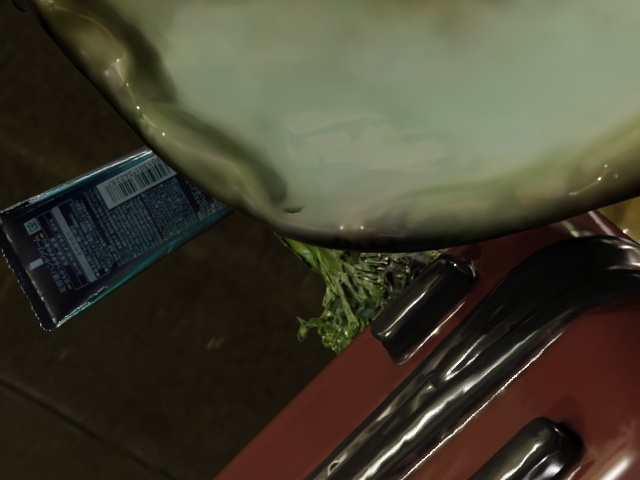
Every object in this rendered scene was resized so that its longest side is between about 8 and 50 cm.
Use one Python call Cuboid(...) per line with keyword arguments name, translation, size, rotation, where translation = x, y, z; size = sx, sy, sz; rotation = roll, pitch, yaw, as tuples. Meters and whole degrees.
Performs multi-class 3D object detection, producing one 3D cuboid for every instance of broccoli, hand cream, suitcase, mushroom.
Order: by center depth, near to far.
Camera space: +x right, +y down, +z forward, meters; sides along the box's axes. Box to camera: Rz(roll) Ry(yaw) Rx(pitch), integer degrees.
Cuboid(name="mushroom", translation=(0.079, -0.138, 0.484), size=(0.247, 0.344, 0.130), rotation=(48, 22, 1))
Cuboid(name="suitcase", translation=(0.059, 0.155, 0.590), size=(0.236, 0.297, 0.161), rotation=(35, 15, -33))
Cuboid(name="hand cream", translation=(-0.170, -0.029, 1.695), size=(0.271, 0.061, 0.120), rotation=(-30, 97, -20))
Cuboid(name="broccoli", translation=(0.005, -0.006, 1.883), size=(0.304, 0.145, 0.165), rotation=(38, 40, 13))

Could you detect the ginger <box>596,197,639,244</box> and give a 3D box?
Cuboid(name="ginger", translation=(0.148, -0.122, 1.113), size=(0.359, 0.211, 0.413), rotation=(-5, 42, -13))
